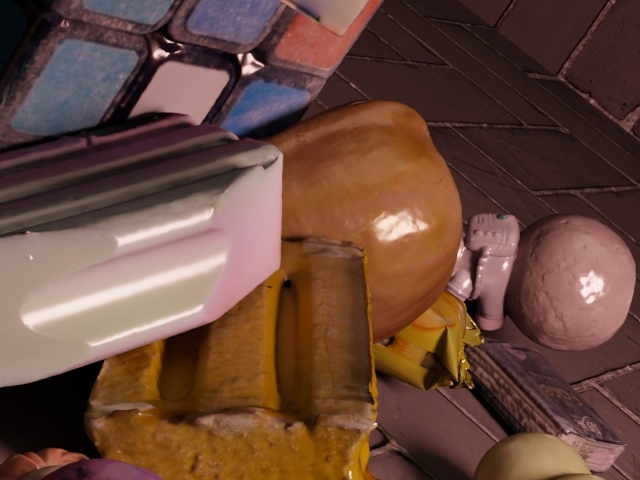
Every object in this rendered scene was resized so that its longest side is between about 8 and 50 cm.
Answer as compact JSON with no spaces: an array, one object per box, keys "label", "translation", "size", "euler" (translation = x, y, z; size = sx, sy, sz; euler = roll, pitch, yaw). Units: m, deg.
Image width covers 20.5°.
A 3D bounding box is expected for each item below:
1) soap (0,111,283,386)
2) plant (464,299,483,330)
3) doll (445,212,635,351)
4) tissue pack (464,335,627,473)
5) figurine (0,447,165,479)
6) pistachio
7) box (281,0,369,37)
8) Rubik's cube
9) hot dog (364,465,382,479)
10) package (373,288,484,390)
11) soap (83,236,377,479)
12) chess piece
[{"label":"soap","translation":[-0.173,0.004,1.251],"size":[0.324,0.109,0.193],"euler":[-17,26,-39]},{"label":"plant","translation":[0.170,0.073,1.900],"size":[0.051,0.051,0.102],"euler":[36,29,7]},{"label":"doll","translation":[0.175,0.022,1.820],"size":[0.287,0.151,0.151],"euler":[15,21,-6]},{"label":"tissue pack","translation":[0.218,0.162,1.753],"size":[0.112,0.051,0.156],"euler":[16,25,-46]},{"label":"figurine","translation":[-0.147,0.181,1.048],"size":[0.157,0.126,0.114],"euler":[-8,-70,63]},{"label":"pistachio","translation":[0.000,0.000,1.514],"size":[0.260,0.212,0.163],"euler":[-18,12,-20]},{"label":"box","translation":[-0.078,-0.277,1.291],"size":[0.265,0.048,0.273],"euler":[32,24,-12]},{"label":"Rubik's cube","translation":[-0.218,-0.210,1.482],"size":[0.359,0.363,0.362],"euler":[44,18,28]},{"label":"hot dog","translation":[0.033,0.212,1.317],"size":[0.286,0.061,0.088],"euler":[38,28,16]},{"label":"package","translation":[0.054,0.064,1.661],"size":[0.226,0.090,0.168],"euler":[28,17,-3]},{"label":"soap","translation":[-0.059,0.092,1.294],"size":[0.199,0.091,0.315],"euler":[1,21,-2]},{"label":"chess piece","translation":[0.211,0.251,1.423],"size":[0.144,0.144,0.251],"euler":[20,17,-36]}]
